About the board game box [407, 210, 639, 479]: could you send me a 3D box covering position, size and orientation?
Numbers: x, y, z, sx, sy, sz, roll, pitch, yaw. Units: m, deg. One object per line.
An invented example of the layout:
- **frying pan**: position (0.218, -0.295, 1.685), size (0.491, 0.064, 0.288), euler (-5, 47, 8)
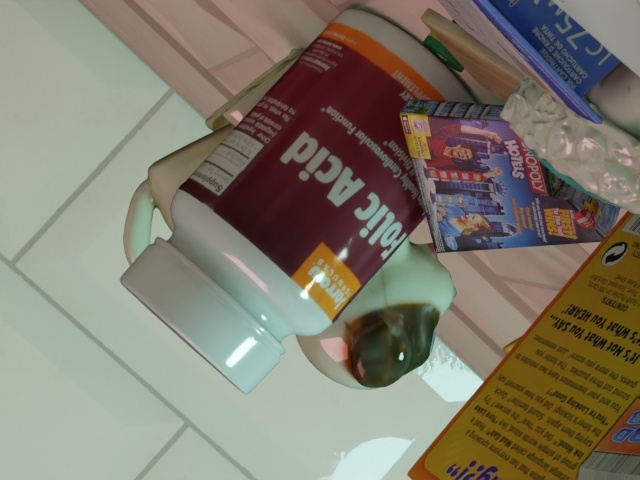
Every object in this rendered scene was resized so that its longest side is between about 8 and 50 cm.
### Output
- **board game box**: position (0.364, 0.206, 1.174), size (0.356, 0.356, 0.356), euler (45, 172, -24)

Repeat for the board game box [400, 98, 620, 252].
- **board game box**: position (0.194, -0.064, 1.500), size (0.194, 0.060, 0.194), euler (7, 137, 25)

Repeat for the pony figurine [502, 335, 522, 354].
- **pony figurine**: position (0.390, 0.258, 1.939), size (0.363, 0.303, 0.351), euler (57, 165, 3)

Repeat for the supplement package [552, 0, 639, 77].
- **supplement package**: position (0.155, -0.201, 0.688), size (0.262, 0.145, 0.204), euler (42, 173, 2)

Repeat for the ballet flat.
- **ballet flat**: position (0.283, -0.064, 1.008), size (0.409, 0.147, 0.147), euler (39, 173, 43)

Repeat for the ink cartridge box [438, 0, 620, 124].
- **ink cartridge box**: position (0.106, -0.199, 1.069), size (0.186, 0.065, 0.311), euler (44, -171, -23)

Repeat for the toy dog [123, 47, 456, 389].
- **toy dog**: position (0.000, 0.000, 1.882), size (0.408, 0.395, 0.284), euler (51, 163, -8)

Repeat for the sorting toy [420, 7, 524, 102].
- **sorting toy**: position (0.174, -0.145, 1.280), size (0.274, 0.046, 0.132), euler (39, -178, 38)

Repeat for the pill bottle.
- **pill bottle**: position (-0.019, -0.040, 1.635), size (0.224, 0.392, 0.224), euler (41, 173, 6)
